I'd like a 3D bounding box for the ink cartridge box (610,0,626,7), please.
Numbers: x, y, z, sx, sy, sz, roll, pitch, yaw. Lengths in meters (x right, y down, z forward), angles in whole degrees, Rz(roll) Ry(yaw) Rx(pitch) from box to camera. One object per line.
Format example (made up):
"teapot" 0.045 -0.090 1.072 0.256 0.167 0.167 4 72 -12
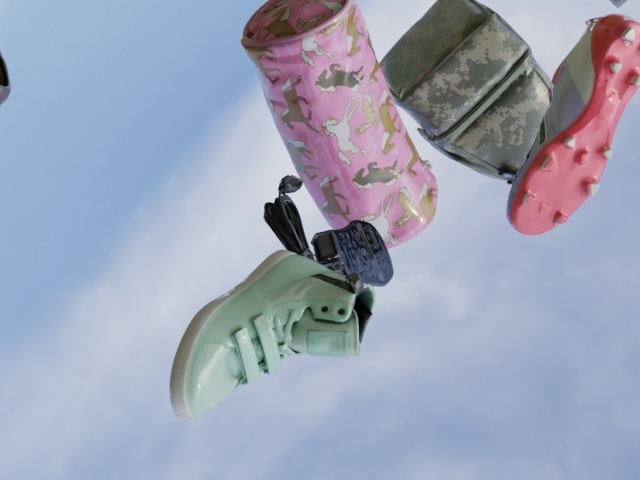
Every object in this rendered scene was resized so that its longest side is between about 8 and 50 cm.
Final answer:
"ink cartridge box" 0.264 -0.255 1.320 0.115 0.063 0.029 -47 180 -30

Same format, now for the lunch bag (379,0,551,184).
"lunch bag" 0.247 -0.220 2.406 0.212 0.256 0.305 -47 -163 6

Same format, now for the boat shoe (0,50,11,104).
"boat shoe" -0.299 -0.196 1.222 0.092 0.103 0.285 -28 -123 15

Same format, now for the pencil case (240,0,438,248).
"pencil case" 0.031 -0.170 2.156 0.160 0.386 0.167 -6 -141 30

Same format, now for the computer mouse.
"computer mouse" 0.000 0.000 1.982 0.060 0.184 0.262 -27 180 24

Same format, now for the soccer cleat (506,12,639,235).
"soccer cleat" 0.257 -0.119 1.596 0.248 0.083 0.095 -62 -153 1

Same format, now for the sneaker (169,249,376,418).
"sneaker" -0.044 0.107 1.669 0.151 0.094 0.256 15 -135 31
